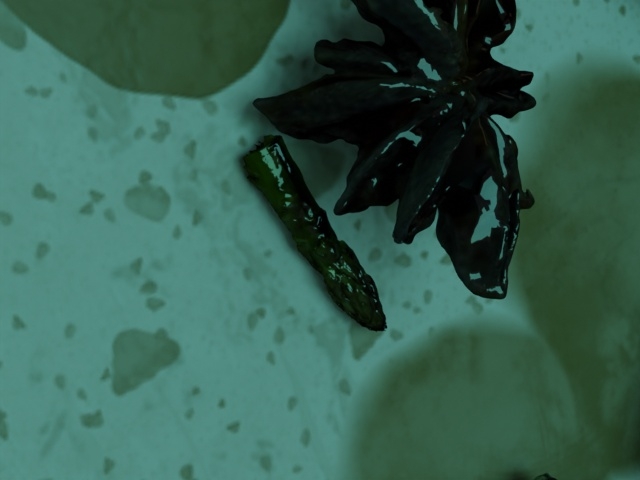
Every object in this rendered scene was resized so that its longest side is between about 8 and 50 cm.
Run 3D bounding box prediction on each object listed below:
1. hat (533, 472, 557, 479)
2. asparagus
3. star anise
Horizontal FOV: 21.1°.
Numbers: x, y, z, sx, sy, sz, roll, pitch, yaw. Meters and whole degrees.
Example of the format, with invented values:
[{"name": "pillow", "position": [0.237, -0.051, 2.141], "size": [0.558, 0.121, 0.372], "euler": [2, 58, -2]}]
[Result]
[{"name": "hat", "position": [0.189, 0.263, 1.298], "size": [0.166, 0.081, 0.122], "euler": [42, 30, -43]}, {"name": "asparagus", "position": [0.000, 0.000, 1.171], "size": [0.165, 0.030, 0.036], "euler": [55, 37, -23]}, {"name": "star anise", "position": [0.072, -0.097, 1.154], "size": [0.212, 0.129, 0.283], "euler": [-7, 88, -45]}]
